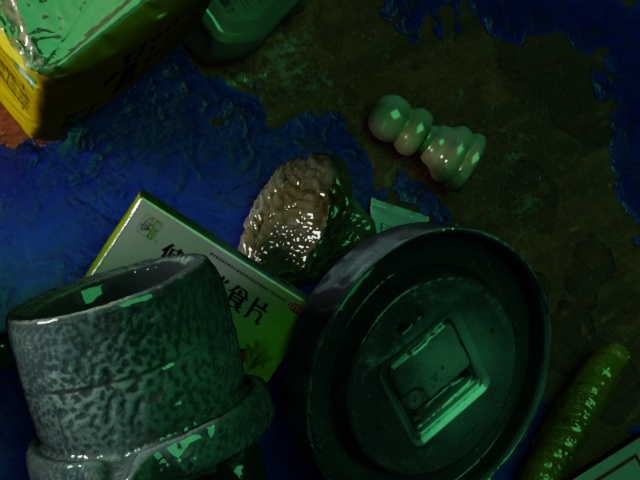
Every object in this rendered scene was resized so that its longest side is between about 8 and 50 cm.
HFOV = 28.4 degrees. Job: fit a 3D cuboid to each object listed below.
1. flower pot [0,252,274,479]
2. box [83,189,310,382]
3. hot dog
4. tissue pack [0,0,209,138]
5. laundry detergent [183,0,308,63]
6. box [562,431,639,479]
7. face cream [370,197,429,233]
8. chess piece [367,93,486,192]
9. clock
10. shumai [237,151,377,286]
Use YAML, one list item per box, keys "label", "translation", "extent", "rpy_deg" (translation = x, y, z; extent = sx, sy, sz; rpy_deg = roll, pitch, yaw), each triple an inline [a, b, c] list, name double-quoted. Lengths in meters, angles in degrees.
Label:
- label: "flower pot"
  translation: [-0.204, 0.185, 1.385]
  extent: [0.299, 0.299, 0.283]
  rpy_deg: [-22, 103, -32]
- label: "box"
  translation: [-0.158, 0.082, 1.550]
  extent: [0.260, 0.062, 0.175]
  rpy_deg: [33, 96, -12]
- label: "hot dog"
  translation: [0.357, 0.254, 1.797]
  extent: [0.068, 0.083, 0.289]
  rpy_deg: [35, 58, 10]
- label: "tissue pack"
  translation: [-0.274, -0.298, 1.460]
  extent: [0.293, 0.382, 0.228]
  rpy_deg: [-40, 95, -15]
- label: "laundry detergent"
  translation: [-0.104, -0.366, 1.775]
  extent: [0.253, 0.091, 0.181]
  rpy_deg: [-39, 87, -32]
- label: "box"
  translation: [0.424, 0.367, 1.803]
  extent: [0.229, 0.050, 0.123]
  rpy_deg: [-22, 83, -32]
- label: "face cream"
  translation: [0.096, 0.056, 1.748]
  extent: [0.092, 0.058, 0.244]
  rpy_deg: [19, 58, -15]
- label: "chess piece"
  translation: [0.147, -0.149, 1.829]
  extent: [0.170, 0.094, 0.094]
  rpy_deg: [29, 61, -11]
- label: "clock"
  translation: [0.127, 0.163, 1.604]
  extent: [0.386, 0.076, 0.386]
  rpy_deg: [-9, 108, -31]
- label: "shumai"
  translation: [0.000, 0.000, 1.677]
  extent: [0.175, 0.166, 0.206]
  rpy_deg: [44, 59, -35]
